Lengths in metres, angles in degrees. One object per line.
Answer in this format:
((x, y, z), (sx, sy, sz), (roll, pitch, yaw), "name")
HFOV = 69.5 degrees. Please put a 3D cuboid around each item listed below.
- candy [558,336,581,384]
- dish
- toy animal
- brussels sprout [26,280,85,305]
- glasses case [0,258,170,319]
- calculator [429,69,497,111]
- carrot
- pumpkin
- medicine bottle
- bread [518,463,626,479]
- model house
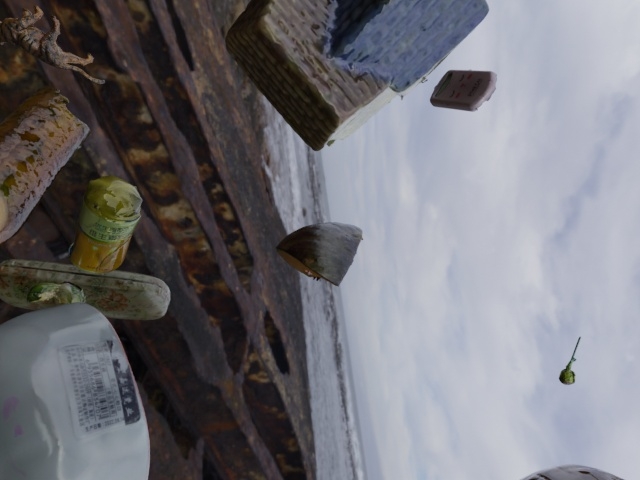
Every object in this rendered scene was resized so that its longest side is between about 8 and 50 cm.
((0.608, 0.290, 1.111), (0.035, 0.035, 0.123), (23, 86, -80), "candy")
((-0.296, 0.193, 0.459), (0.117, 0.256, 0.256), (-1, 81, -56), "dish")
((-0.647, -0.459, 1.110), (0.116, 0.255, 0.114), (-61, -156, -10), "toy animal")
((-0.438, 0.090, 0.768), (0.083, 0.046, 0.051), (27, 20, -40), "brussels sprout")
((-0.612, 0.133, 1.199), (0.156, 0.425, 0.098), (108, -14, -46), "glasses case")
((0.330, -0.352, 1.077), (0.032, 0.100, 0.175), (32, -1, -38), "calculator")
((-0.437, -0.104, 0.660), (0.114, 0.114, 0.301), (80, 18, -49), "carrot")
((0.000, 0.000, 1.094), (0.169, 0.148, 0.312), (-55, -167, -7), "pumpkin")
((-0.476, -0.034, 1.026), (0.239, 0.124, 0.124), (-51, -146, 40), "medicine bottle")
((0.461, 0.540, 0.839), (0.279, 0.250, 0.225), (101, -28, -71), "bread")
((0.035, -0.290, 0.580), (0.261, 0.321, 0.266), (49, 23, -6), "model house")
